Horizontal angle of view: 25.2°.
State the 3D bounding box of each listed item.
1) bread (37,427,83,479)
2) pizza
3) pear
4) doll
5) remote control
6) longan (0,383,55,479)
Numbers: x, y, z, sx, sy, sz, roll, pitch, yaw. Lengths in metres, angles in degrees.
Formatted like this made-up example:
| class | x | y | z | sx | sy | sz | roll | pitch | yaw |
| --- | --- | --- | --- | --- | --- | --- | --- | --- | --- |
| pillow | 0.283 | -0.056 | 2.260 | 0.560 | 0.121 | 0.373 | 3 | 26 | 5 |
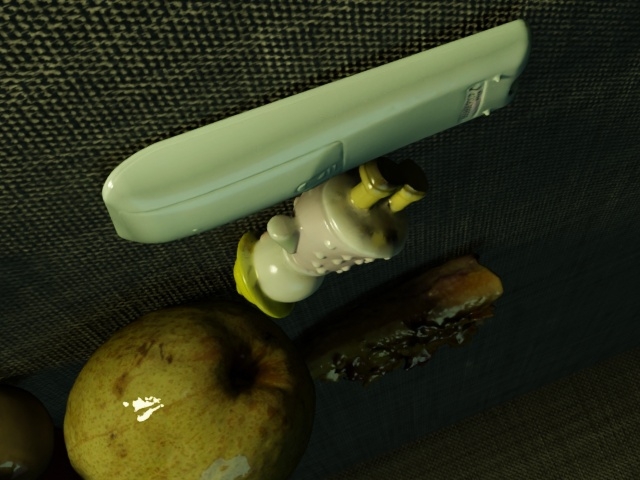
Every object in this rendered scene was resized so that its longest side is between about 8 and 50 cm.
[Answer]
| class | x | y | z | sx | sy | sz | roll | pitch | yaw |
| --- | --- | --- | --- | --- | --- | --- | --- | --- | --- |
| bread | -0.403 | 0.315 | 1.547 | 0.327 | 0.114 | 0.295 | -27 | 165 | 13 |
| pizza | 0.084 | 0.105 | 1.587 | 0.305 | 0.086 | 0.161 | -32 | 164 | 35 |
| pear | -0.104 | 0.149 | 1.252 | 0.228 | 0.188 | 0.211 | -11 | 169 | -38 |
| doll | 0.000 | 0.000 | 1.104 | 0.129 | 0.081 | 0.207 | 2 | 154 | -42 |
| remote control | 0.002 | -0.065 | 0.938 | 0.293 | 0.051 | 0.103 | -22 | 165 | -7 |
| longan | -0.291 | 0.172 | 1.261 | 0.119 | 0.106 | 0.106 | 13 | -179 | 26 |
